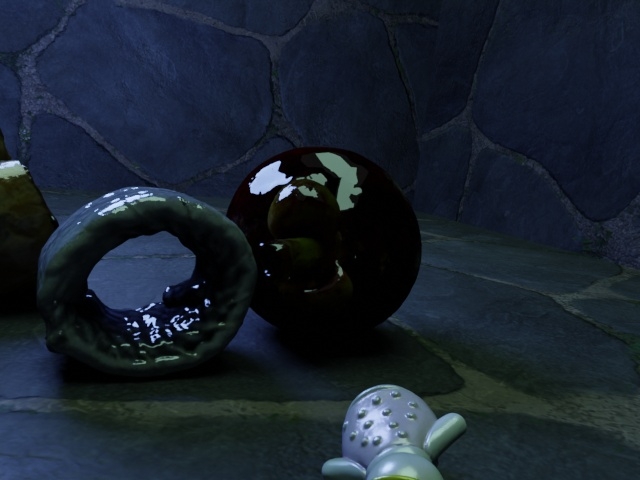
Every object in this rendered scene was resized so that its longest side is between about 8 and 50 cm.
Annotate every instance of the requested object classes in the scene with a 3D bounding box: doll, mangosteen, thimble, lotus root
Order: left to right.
[{"bbox_3d":[-0.529,-0.046,0.827,0.316,0.316,0.250,15,28,40],"label":"lotus root"},{"bbox_3d":[-0.214,0.046,0.711,0.245,0.217,0.157,-18,15,-21],"label":"thimble"},{"bbox_3d":[0.002,-0.004,0.853,0.297,0.297,0.293,8,-30,6],"label":"mangosteen"},{"bbox_3d":[0.062,0.181,0.471,0.129,0.081,0.207,-22,11,4],"label":"doll"}]
